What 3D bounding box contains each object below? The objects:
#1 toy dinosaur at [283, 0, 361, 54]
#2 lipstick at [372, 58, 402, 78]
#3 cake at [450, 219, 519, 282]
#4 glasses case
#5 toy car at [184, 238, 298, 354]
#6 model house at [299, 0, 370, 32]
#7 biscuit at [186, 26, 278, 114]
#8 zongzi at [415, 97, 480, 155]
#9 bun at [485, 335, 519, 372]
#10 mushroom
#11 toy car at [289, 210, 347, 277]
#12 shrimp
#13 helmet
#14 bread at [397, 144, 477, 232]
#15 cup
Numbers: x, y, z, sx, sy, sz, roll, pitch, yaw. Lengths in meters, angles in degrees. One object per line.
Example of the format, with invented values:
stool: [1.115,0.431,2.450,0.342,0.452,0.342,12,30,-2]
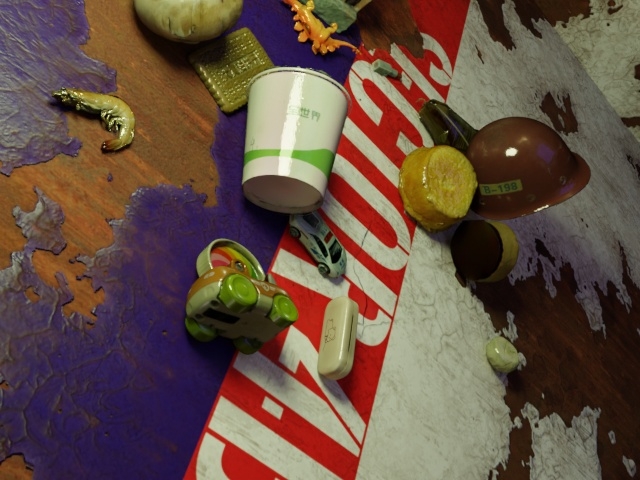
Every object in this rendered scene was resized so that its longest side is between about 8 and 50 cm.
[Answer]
toy dinosaur: [-0.008,-0.586,1.951,0.288,0.070,0.117,36,59,-24]
lipstick: [0.219,-0.538,2.190,0.129,0.030,0.030,10,63,-44]
cake: [0.518,0.027,2.088,0.178,0.207,0.185,-7,33,-38]
glasses case: [0.041,0.222,1.586,0.050,0.083,0.196,32,49,-30]
toy car: [-0.166,0.096,1.408,0.235,0.145,0.235,35,32,-26]
model house: [0.106,-0.820,1.989,0.194,0.325,0.267,29,52,-37]
biscuit: [-0.200,-0.422,1.694,0.172,0.029,0.254,56,41,-10]
zongzi: [0.390,-0.315,2.216,0.248,0.111,0.241,34,61,-21]
bun: [0.537,0.343,2.057,0.115,0.069,0.115,30,32,-21]
mushroom: [-0.293,-0.530,1.530,0.255,0.184,0.255,7,55,-10]
toy car: [0.000,0.000,1.674,0.205,0.056,0.095,51,41,-14]
shrimp: [-0.441,-0.235,1.348,0.178,0.034,0.124,3,75,-50]
helmet: [0.593,-0.255,2.093,0.337,0.385,0.230,-56,130,-35]
bread: [0.343,-0.161,2.032,0.268,0.146,0.268,9,74,-31]
cup: [-0.065,-0.220,1.585,0.253,0.253,0.274,26,60,-36]
